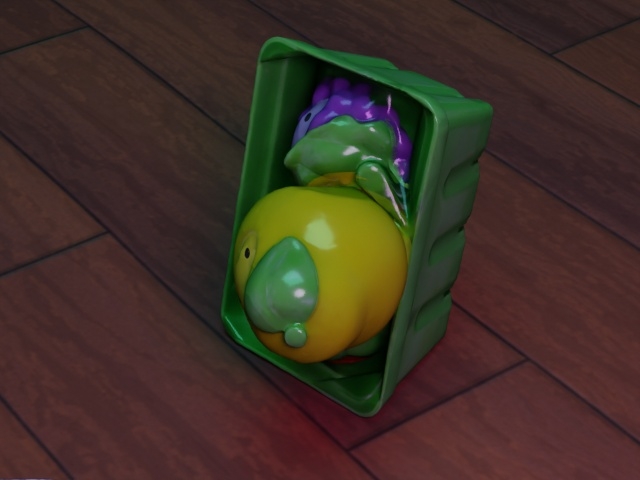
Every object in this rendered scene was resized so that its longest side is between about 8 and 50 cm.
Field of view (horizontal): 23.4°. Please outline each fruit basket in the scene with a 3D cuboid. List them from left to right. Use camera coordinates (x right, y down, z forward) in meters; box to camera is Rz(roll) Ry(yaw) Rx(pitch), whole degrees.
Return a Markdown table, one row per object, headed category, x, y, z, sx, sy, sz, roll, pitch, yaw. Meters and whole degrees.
| category | x | y | z | sx | sy | sz | roll | pitch | yaw |
| --- | --- | --- | --- | --- | --- | --- | --- | --- | --- |
| fruit basket | 0.000 | 0.000 | 1.600 | 0.283 | 0.392 | 0.392 | 28 | 44 | 34 |

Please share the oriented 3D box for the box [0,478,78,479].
| category | x | y | z | sx | sy | sz | roll | pitch | yaw |
| --- | --- | --- | --- | --- | --- | --- | --- | --- | --- |
| box | -0.066 | 0.407 | 0.931 | 0.471 | 0.480 | 0.297 | 2 | 36 | 4 |
